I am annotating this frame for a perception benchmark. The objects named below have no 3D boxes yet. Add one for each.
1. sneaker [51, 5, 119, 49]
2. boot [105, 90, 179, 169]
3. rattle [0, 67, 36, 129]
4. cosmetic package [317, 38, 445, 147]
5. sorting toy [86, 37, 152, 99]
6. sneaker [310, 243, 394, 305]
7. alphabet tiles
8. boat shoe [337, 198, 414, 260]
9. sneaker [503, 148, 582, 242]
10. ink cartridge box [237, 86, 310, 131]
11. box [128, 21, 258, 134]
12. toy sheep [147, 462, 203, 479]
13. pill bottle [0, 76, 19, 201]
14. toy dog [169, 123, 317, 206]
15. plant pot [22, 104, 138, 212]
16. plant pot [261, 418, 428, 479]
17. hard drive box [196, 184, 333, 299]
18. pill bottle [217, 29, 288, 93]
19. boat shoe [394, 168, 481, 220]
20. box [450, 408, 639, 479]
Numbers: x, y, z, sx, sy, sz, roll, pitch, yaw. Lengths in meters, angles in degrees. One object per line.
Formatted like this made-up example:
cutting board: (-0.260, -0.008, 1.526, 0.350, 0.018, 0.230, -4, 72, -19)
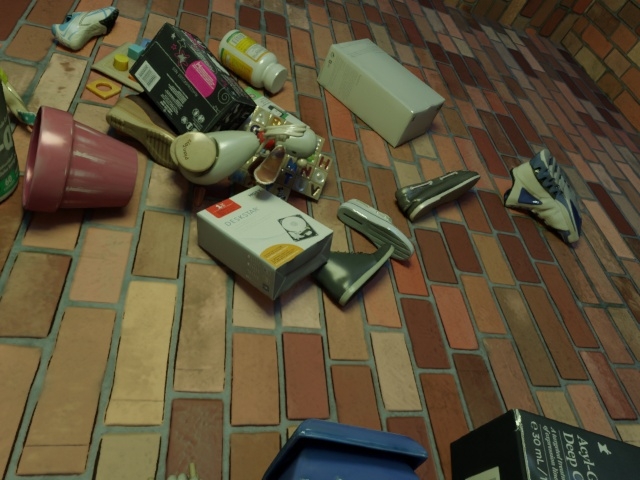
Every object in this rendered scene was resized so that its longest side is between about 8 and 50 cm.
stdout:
sneaker: (-0.664, -0.626, 1.280, 0.086, 0.085, 0.237, 37, 45, -13)
boot: (-0.381, -0.295, 1.128, 0.249, 0.090, 0.206, 32, 40, -6)
rattle: (-0.722, -0.292, 0.986, 0.143, 0.130, 0.199, -36, 99, -30)
cosmetic package: (0.206, -0.516, 1.539, 0.217, 0.156, 0.385, -29, 69, -39)
sorting toy: (-0.514, -0.498, 1.268, 0.196, 0.047, 0.347, 24, 46, -4)
sneaker: (0.079, 0.045, 1.049, 0.118, 0.083, 0.222, 41, 48, 13)
alphabet tiles: (-0.090, -0.201, 1.140, 0.238, 0.009, 0.198, 21, 86, -21)
boat shoe: (0.154, -0.041, 1.156, 0.226, 0.083, 0.076, 37, 48, 10)
sneaker: (0.714, -0.135, 1.467, 0.315, 0.182, 0.127, 55, 47, -15)
ink cartridge box: (-0.163, -0.307, 1.233, 0.220, 0.092, 0.160, 34, 47, 7)
box: (-0.306, -0.367, 1.095, 0.247, 0.163, 0.142, 49, 19, 4)
toy sheep: (-0.202, 0.376, 0.640, 0.132, 0.091, 0.091, -17, 59, -13)
pill bottle: (-0.655, -0.231, 0.759, 0.205, 0.361, 0.204, 13, 48, -15)
toy dog: (-0.174, -0.165, 0.997, 0.335, 0.160, 0.220, -3, 12, 3)
plant pot: (-0.477, -0.145, 0.899, 0.180, 0.201, 0.201, 10, 47, -37)
plant pot: (0.027, 0.398, 0.630, 0.236, 0.235, 0.212, 15, 41, -13)
hard drive box: (-0.120, -0.005, 0.960, 0.232, 0.089, 0.181, 31, 44, 25)
pill bottle: (-0.210, -0.559, 1.410, 0.209, 0.117, 0.117, 36, 47, 8)
boat shoe: (0.357, -0.162, 1.334, 0.335, 0.112, 0.095, -26, 70, -34)
box: (0.447, 0.503, 0.738, 0.396, 0.211, 0.293, 20, 46, -9)
